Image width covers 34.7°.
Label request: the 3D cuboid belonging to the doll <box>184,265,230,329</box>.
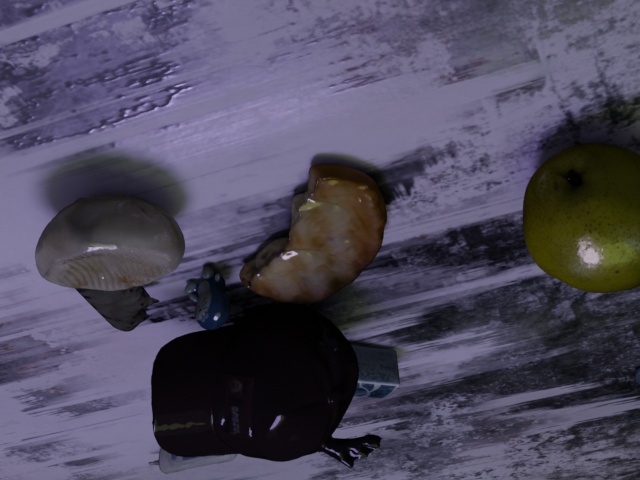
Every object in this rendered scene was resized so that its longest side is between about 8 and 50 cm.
[{"bbox_3d":[-0.153,0.082,1.443,0.050,0.083,0.076,9,143,-30],"label":"doll"}]

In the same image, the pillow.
[{"bbox_3d":[-0.288,0.062,1.420,0.093,0.051,0.241,-11,145,9],"label":"pillow"}]

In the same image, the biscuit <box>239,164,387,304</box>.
[{"bbox_3d":[0.004,0.000,1.366,0.154,0.045,0.299,11,144,-22],"label":"biscuit"}]

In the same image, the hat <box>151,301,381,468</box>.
[{"bbox_3d":[-0.059,0.221,1.445,0.336,0.238,0.209,-11,-167,-34],"label":"hat"}]

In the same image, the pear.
[{"bbox_3d":[0.339,-0.023,1.246,0.198,0.198,0.198,-3,148,-2],"label":"pear"}]

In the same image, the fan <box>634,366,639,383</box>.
[{"bbox_3d":[0.706,0.221,1.833,0.282,0.023,0.057,-12,139,11],"label":"fan"}]

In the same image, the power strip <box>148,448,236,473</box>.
[{"bbox_3d":[-0.246,0.417,1.992,0.191,0.048,0.030,-13,143,12],"label":"power strip"}]

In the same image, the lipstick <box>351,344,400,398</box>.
[{"bbox_3d":[-0.010,0.204,1.660,0.289,0.076,0.077,7,146,-23],"label":"lipstick"}]

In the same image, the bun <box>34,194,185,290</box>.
[{"bbox_3d":[-0.263,-0.005,1.268,0.183,0.102,0.183,-8,159,-3],"label":"bun"}]
